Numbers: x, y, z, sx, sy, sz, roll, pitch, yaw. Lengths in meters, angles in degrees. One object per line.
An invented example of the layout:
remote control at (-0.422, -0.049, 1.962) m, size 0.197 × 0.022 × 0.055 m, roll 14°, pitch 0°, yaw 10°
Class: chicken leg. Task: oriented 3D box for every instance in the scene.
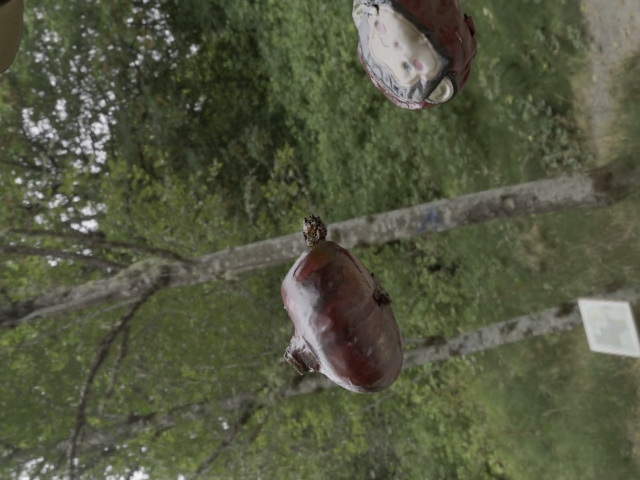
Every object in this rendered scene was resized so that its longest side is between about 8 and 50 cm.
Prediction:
chicken leg at (-0.002, -0.001, 0.932) m, size 0.021 × 0.036 × 0.083 m, roll -68°, pitch -40°, yaw -56°

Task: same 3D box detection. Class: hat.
hat at (-0.457, -0.310, 0.817) m, size 0.173 × 0.144 × 0.166 m, roll -60°, pitch -10°, yaw -9°

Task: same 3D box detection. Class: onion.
onion at (0.030, 0.111, 0.781) m, size 0.206 × 0.151 × 0.098 m, roll 53°, pitch 174°, yaw -24°

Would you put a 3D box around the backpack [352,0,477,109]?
backpack at (0.149, -0.313, 1.066) m, size 0.139 × 0.229 × 0.229 m, roll -39°, pitch -55°, yaw -24°
